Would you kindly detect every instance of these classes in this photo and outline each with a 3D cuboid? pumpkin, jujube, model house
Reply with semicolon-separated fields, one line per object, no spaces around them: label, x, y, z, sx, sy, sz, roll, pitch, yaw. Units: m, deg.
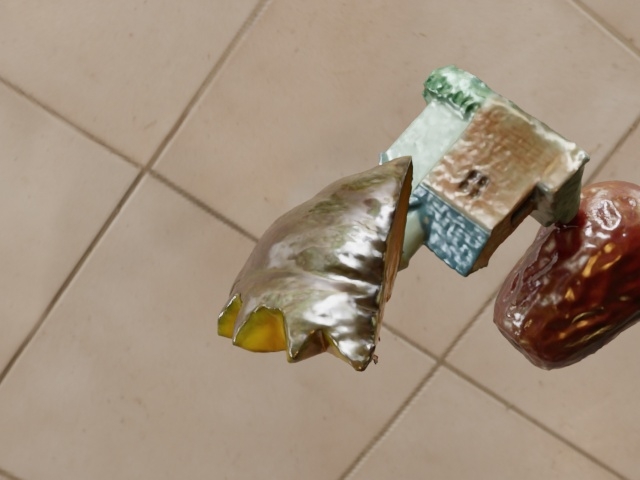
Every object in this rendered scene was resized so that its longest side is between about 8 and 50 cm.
pumpkin;0.000;0.000;0.710;0.130;0.254;0.149;9;100;8
jujube;0.419;0.055;1.415;0.318;0.223;0.223;-44;109;-1
model house;0.178;-0.045;1.307;0.267;0.194;0.325;40;80;24
